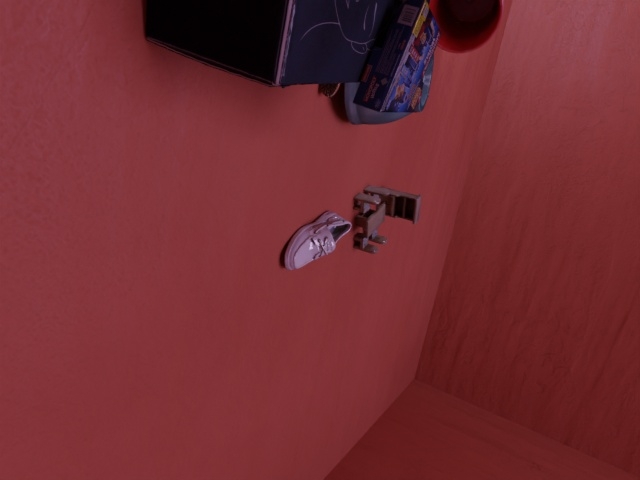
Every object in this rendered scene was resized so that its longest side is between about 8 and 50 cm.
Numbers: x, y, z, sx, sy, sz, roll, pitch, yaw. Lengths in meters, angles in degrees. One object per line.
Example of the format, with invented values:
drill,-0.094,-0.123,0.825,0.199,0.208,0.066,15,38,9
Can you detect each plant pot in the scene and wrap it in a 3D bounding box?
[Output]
plant pot,0.541,-0.868,1.657,0.243,0.275,0.275,-60,152,-43
plant pot,0.207,-0.462,1.267,0.293,0.196,0.293,14,90,-73

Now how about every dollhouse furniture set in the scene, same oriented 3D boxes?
dollhouse furniture set,0.243,-0.089,1.637,0.242,0.161,0.212,-42,140,-44

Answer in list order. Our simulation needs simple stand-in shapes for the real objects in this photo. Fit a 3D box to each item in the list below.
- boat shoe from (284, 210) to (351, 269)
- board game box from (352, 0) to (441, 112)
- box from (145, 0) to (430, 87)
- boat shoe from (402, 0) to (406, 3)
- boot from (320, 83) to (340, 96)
boat shoe,0.000,0.000,1.316,0.277,0.096,0.098,-44,142,-42
board game box,0.154,-0.319,0.846,0.194,0.060,0.194,-2,117,-66
box,0.003,-0.532,0.739,0.472,0.297,0.480,-27,139,-52
boat shoe,0.214,-0.499,0.756,0.228,0.076,0.080,-64,157,1
boot,0.047,-0.451,1.187,0.084,0.059,0.158,2,102,-67
